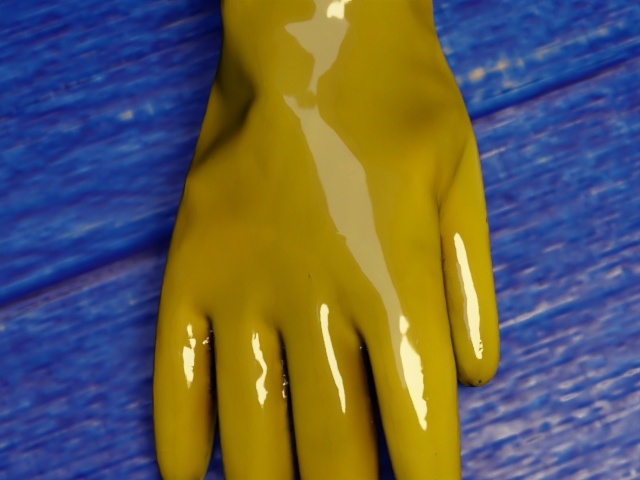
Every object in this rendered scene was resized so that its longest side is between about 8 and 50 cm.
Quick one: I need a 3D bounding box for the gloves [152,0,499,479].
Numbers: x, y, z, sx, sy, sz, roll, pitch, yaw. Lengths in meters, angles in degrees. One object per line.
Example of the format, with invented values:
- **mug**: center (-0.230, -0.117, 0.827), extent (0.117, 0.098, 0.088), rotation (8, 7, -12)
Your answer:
- **gloves**: center (-0.001, 0.000, 0.652), extent (0.133, 0.116, 0.294), rotation (-4, 81, 27)
